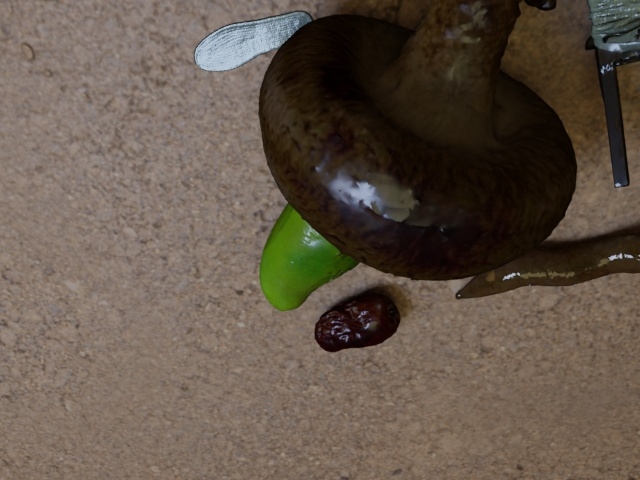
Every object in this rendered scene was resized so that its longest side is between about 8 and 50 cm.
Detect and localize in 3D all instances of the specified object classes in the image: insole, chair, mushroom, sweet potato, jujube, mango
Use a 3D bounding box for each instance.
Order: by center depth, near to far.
[{"bbox_3d":[0.342,-0.226,0.732,0.160,0.186,0.319,-8,96,25],"label":"chair"},{"bbox_3d":[0.135,-0.137,0.747,0.331,0.334,0.356,39,127,-19],"label":"mushroom"},{"bbox_3d":[-0.080,-0.236,0.870,0.153,0.002,0.053,-11,120,11],"label":"insole"},{"bbox_3d":[0.000,0.000,0.950,0.125,0.111,0.232,26,118,-5],"label":"mango"},{"bbox_3d":[0.314,0.033,0.977,0.281,0.067,0.059,-10,84,16],"label":"sweet potato"},{"bbox_3d":[0.051,0.121,1.044,0.129,0.077,0.077,-26,117,24],"label":"jujube"}]
